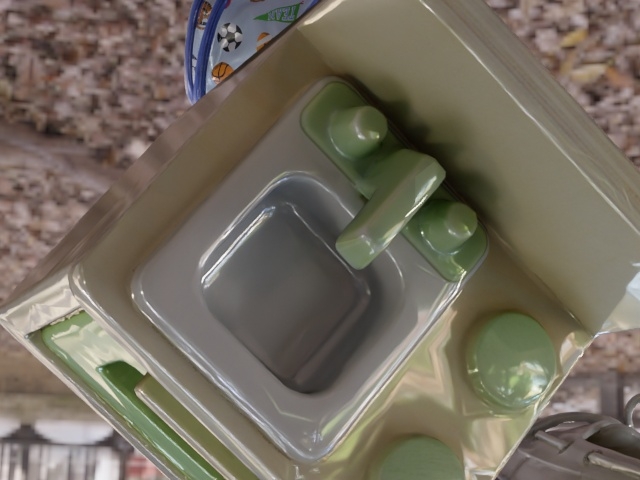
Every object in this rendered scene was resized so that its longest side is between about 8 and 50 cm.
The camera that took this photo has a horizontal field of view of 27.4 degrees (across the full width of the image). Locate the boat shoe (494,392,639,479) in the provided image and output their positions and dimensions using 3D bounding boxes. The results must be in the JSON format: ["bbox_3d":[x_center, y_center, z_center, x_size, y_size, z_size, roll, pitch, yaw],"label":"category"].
[{"bbox_3d":[0.187,0.173,0.892,0.156,0.136,0.367,-35,178,-6],"label":"boat shoe"}]

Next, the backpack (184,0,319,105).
[{"bbox_3d":[-0.021,-0.188,1.339,0.213,0.276,0.263,15,-147,23],"label":"backpack"}]

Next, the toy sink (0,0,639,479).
[{"bbox_3d":[-0.006,0.025,0.469,0.153,0.131,0.234,45,157,-12],"label":"toy sink"}]
